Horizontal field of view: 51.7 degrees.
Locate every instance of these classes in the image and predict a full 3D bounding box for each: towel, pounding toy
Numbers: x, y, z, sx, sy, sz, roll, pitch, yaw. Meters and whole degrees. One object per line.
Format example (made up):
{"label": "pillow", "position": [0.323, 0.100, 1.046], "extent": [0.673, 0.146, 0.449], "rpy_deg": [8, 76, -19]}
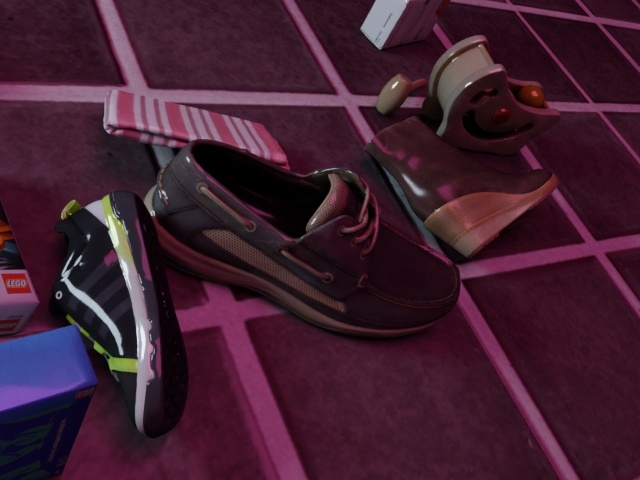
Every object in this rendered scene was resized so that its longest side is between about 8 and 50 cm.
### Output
{"label": "towel", "position": [-0.139, -0.119, 0.730], "extent": [0.197, 0.029, 0.144], "rpy_deg": [10, 20, -20]}
{"label": "pounding toy", "position": [0.226, -0.240, 0.995], "extent": [0.270, 0.154, 0.154], "rpy_deg": [2, 53, -29]}

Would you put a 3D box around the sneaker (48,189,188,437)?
{"label": "sneaker", "position": [-0.181, 0.064, 0.576], "extent": [0.097, 0.084, 0.234], "rpy_deg": [-17, 62, -2]}

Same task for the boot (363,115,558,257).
{"label": "boot", "position": [0.201, -0.102, 0.907], "extent": [0.248, 0.090, 0.207], "rpy_deg": [-29, 73, -39]}

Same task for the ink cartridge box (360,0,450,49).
{"label": "ink cartridge box", "position": [0.145, -0.384, 1.109], "extent": [0.135, 0.099, 0.056], "rpy_deg": [-26, 69, -42]}

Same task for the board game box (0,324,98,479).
{"label": "board game box", "position": [-0.256, 0.132, 0.396], "extent": [0.210, 0.160, 0.047], "rpy_deg": [-12, 61, -36]}

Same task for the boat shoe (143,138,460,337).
{"label": "boat shoe", "position": [0.000, 0.000, 0.676], "extent": [0.356, 0.130, 0.132], "rpy_deg": [16, 47, -18]}

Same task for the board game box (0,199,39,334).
{"label": "board game box", "position": [-0.378, -0.013, 0.463], "extent": [0.305, 0.053, 0.193], "rpy_deg": [2, 50, -52]}
